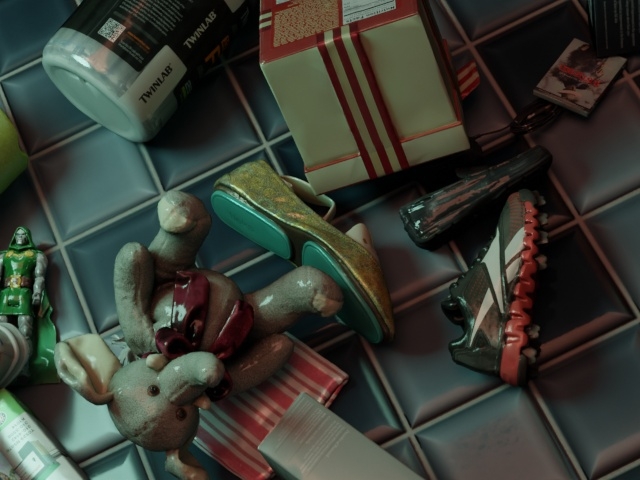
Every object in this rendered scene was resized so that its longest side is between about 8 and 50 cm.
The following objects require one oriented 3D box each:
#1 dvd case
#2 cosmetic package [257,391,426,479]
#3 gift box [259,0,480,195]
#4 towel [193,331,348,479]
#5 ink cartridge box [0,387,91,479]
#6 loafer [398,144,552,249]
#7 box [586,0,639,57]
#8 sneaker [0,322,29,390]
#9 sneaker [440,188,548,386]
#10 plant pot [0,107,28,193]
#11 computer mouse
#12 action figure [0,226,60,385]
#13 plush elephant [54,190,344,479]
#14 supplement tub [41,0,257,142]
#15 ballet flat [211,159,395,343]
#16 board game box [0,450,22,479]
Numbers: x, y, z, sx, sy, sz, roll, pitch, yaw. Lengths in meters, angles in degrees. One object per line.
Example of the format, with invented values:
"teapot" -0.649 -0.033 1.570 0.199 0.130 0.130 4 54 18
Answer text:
"dvd case" 0.366 -0.230 2.045 0.087 0.013 0.119 27 61 24
"cosmetic package" 0.049 0.304 1.789 0.238 0.127 0.107 31 73 23
"gift box" 0.072 -0.239 1.987 0.255 0.258 0.276 -13 36 15
"towel" -0.073 0.215 1.919 0.144 0.029 0.197 32 74 25
"ink cartridge box" -0.395 0.329 1.898 0.160 0.092 0.219 -43 61 -10
"loafer" 0.210 -0.072 1.975 0.223 0.076 0.078 -31 68 0
"box" 0.474 -0.356 2.013 0.207 0.153 0.108 -8 53 7
"sneaker" -0.515 0.218 1.939 0.105 0.115 0.281 40 101 20
"sneaker" 0.228 0.053 1.893 0.135 0.098 0.276 5 66 13
"plant pot" -0.573 -0.103 2.090 0.276 0.276 0.254 37 65 27
"computer mouse" 0.230 -0.137 2.032 0.242 0.041 0.071 -23 34 -5
"action figure" -0.429 0.088 2.048 0.137 0.063 0.232 -1 66 1
"plush elephant" -0.176 0.148 1.815 0.330 0.272 0.255 -40 25 31
"supplement tub" -0.234 -0.329 2.140 0.207 0.207 0.338 30 73 25
"ballet flat" 0.000 0.000 1.973 0.348 0.123 0.123 38 77 27
"board game box" -0.523 0.344 1.840 0.318 0.066 0.318 44 115 29
